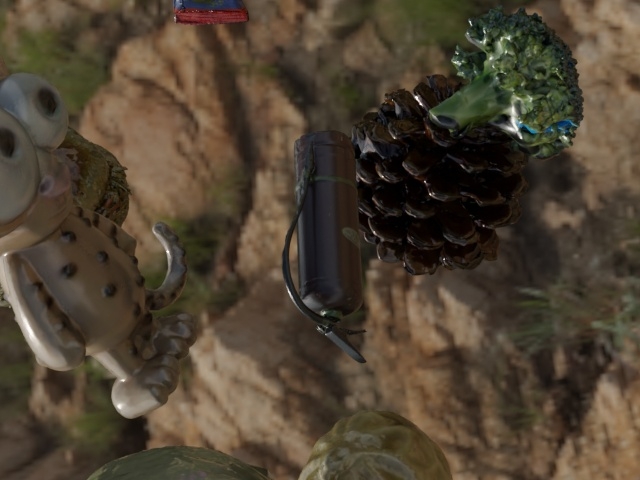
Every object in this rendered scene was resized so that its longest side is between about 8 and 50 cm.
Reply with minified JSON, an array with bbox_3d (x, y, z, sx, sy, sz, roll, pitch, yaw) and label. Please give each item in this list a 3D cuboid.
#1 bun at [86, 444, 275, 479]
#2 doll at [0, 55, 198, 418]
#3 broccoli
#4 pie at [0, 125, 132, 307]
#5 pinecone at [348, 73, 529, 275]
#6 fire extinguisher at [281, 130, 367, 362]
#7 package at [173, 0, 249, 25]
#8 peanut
[{"bbox_3d":[-0.059,0.243,0.860,0.273,0.168,0.272,165,90,-87],"label":"bun"},{"bbox_3d":[-0.182,-0.006,0.985,0.119,0.278,0.154,-22,39,32],"label":"doll"},{"bbox_3d":[0.190,-0.153,1.557,0.154,0.160,0.167,54,176,20],"label":"broccoli"},{"bbox_3d":[-0.269,-0.025,1.394,0.163,0.079,0.193,21,66,24],"label":"pie"},{"bbox_3d":[0.130,-0.077,1.677,0.221,0.221,0.221,7,99,51],"label":"pinecone"},{"bbox_3d":[0.000,0.000,1.021,0.045,0.078,0.157,-25,56,38],"label":"fire extinguisher"},{"bbox_3d":[-0.124,-0.281,1.582,0.200,0.083,0.022,83,-170,-66],"label":"package"},{"bbox_3d":[0.030,0.292,1.187,0.140,0.153,0.325,2,65,24],"label":"peanut"}]
